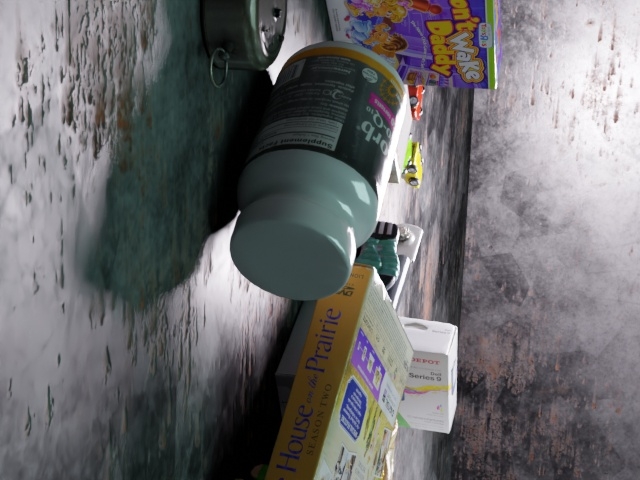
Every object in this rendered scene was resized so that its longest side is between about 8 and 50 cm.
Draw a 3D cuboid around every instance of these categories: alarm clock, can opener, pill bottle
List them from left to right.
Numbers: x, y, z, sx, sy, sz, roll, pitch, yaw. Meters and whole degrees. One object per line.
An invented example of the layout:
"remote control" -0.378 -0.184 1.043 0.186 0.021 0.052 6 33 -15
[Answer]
"alarm clock" -0.076 -0.221 1.105 0.129 0.064 0.192 79 24 -49
"pill bottle" -0.002 -0.080 1.240 0.162 0.162 0.278 80 20 -48
"can opener" 0.130 0.063 2.021 0.280 0.074 0.093 -67 158 -52

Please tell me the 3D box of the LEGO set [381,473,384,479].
"LEGO set" 0.048 0.331 1.598 0.227 0.093 0.087 -62 179 -46

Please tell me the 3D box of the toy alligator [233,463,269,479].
"toy alligator" -0.089 0.321 1.245 0.189 0.056 0.051 -52 146 -61

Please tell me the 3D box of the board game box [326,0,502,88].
"board game box" 0.125 -0.356 1.514 0.347 0.233 0.078 75 24 -54

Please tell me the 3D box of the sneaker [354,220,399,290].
"sneaker" 0.094 0.061 1.867 0.223 0.083 0.098 -67 162 -55

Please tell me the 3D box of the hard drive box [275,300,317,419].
"hard drive box" 0.017 0.174 1.562 0.232 0.089 0.181 -69 159 -50

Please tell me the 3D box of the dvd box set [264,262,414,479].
"dvd box set" 0.014 0.273 1.332 0.307 0.062 0.420 59 44 -62

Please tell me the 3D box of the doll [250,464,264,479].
"doll" -0.065 0.375 1.385 0.129 0.046 0.189 -54 146 -63

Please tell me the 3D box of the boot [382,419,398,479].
"boot" 0.073 0.416 1.880 0.262 0.095 0.203 -85 -179 -65

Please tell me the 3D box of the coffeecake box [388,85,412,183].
"coffeecake box" 0.100 -0.205 1.814 0.185 0.068 0.142 74 25 -56

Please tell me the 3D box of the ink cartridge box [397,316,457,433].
"ink cartridge box" 0.179 0.256 2.121 0.093 0.154 0.212 -65 157 -51

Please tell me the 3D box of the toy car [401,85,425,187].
"toy car" 0.151 -0.186 2.065 0.225 0.053 0.239 -57 148 -62
